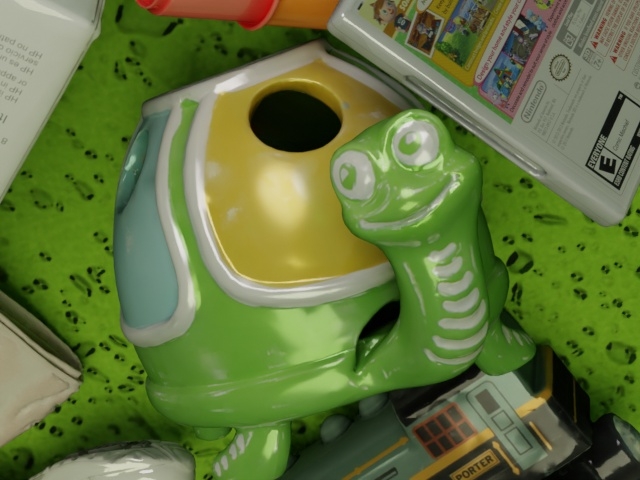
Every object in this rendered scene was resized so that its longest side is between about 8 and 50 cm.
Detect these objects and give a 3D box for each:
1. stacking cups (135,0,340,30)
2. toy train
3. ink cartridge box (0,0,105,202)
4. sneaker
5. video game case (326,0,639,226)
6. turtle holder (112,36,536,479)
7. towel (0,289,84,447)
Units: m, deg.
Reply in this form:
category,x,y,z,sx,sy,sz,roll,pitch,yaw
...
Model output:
category,x,y,z,sx,sy,sz,roll,pitch,yaw
stacking cups,0.046,-0.148,0.851,0.316,0.096,0.096,-5,118,-27
toy train,0.069,0.196,1.066,0.334,0.142,0.190,-35,96,18
ink cartridge box,-0.280,-0.073,0.792,0.223,0.129,0.307,26,120,-19
sneaker,-0.185,0.220,1.087,0.232,0.090,0.115,-21,83,20
video game case,0.127,-0.143,0.823,0.193,0.212,0.023,34,154,-12
turtle holder,-0.018,0.005,0.880,0.243,0.320,0.227,-18,98,6
towel,-0.388,0.101,1.016,0.332,0.053,0.317,-36,126,9
